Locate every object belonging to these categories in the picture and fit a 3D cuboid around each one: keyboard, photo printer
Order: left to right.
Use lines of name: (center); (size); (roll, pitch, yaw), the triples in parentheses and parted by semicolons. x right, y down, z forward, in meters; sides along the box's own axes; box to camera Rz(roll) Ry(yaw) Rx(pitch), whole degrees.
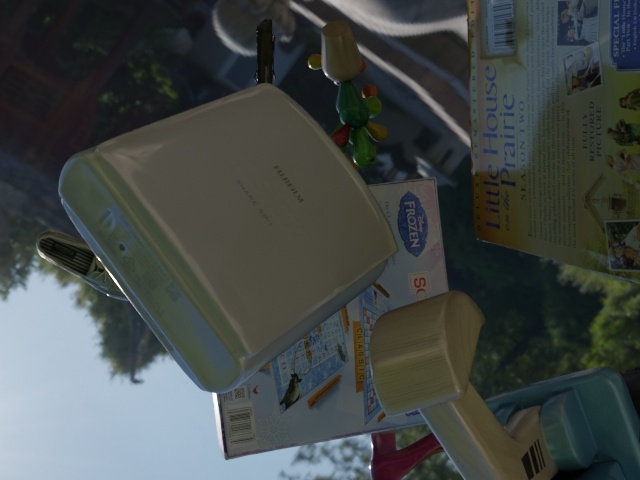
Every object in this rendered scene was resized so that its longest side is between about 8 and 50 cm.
photo printer: (-0.068, -0.023, 0.909); (0.256, 0.107, 0.307); (53, -139, 5)
keyboard: (-0.113, -0.312, 1.682); (0.038, 0.192, 0.100); (8, -154, 12)

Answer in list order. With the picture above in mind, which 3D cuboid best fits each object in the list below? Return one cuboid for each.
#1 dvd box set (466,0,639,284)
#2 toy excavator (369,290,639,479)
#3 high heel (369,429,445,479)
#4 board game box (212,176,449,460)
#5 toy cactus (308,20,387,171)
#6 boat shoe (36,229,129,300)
dvd box set: (0.259, -0.121, 0.790); (0.062, 0.307, 0.420); (-7, -170, -20)
toy excavator: (0.238, 0.242, 0.957); (0.445, 0.222, 0.432); (-13, -97, -64)
high heel: (0.215, 0.416, 1.723); (0.082, 0.244, 0.117); (96, 171, -59)
board game box: (0.010, 0.093, 1.159); (0.318, 0.318, 0.066); (-6, 180, -14)
toy cactus: (0.023, -0.192, 1.135); (0.180, 0.112, 0.219); (76, -169, -47)
boat shoe: (-0.516, 0.065, 2.085); (0.302, 0.109, 0.094); (22, -177, -7)
